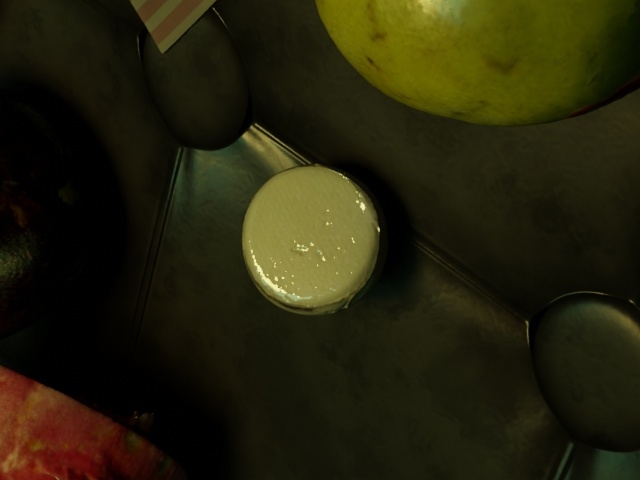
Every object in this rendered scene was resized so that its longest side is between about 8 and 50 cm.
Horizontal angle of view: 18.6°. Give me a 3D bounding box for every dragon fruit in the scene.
[{"bbox_3d":[-0.333,0.259,1.996,0.371,0.249,0.386,5,155,49],"label":"dragon fruit"}]

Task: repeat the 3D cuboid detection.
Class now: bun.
[{"bbox_3d":[0.000,0.000,1.782,0.138,0.094,0.138,-1,88,14],"label":"bun"}]

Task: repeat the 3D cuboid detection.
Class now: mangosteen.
[{"bbox_3d":[-0.368,-0.020,2.001,0.288,0.288,0.288,20,122,36],"label":"mangosteen"}]

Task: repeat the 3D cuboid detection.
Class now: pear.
[{"bbox_3d":[0.126,-0.212,1.438,0.287,0.287,0.375,65,160,-1],"label":"pear"}]

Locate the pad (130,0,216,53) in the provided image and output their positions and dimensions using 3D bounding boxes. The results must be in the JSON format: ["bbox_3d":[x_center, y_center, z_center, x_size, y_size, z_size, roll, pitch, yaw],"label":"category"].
[{"bbox_3d":[-0.178,-0.347,1.846,0.202,0.005,0.299,-38,82,46],"label":"pad"}]
